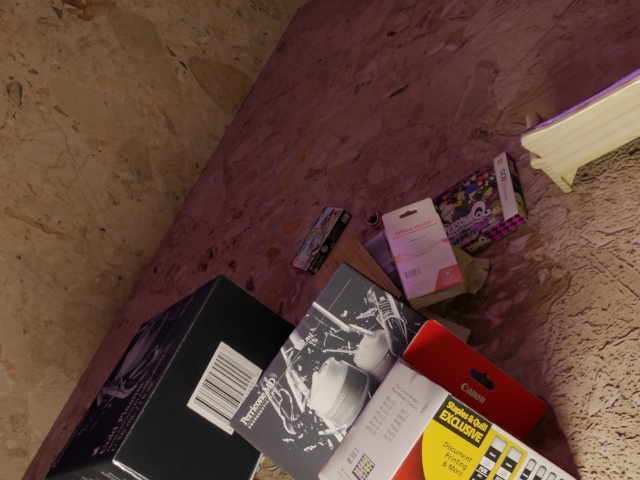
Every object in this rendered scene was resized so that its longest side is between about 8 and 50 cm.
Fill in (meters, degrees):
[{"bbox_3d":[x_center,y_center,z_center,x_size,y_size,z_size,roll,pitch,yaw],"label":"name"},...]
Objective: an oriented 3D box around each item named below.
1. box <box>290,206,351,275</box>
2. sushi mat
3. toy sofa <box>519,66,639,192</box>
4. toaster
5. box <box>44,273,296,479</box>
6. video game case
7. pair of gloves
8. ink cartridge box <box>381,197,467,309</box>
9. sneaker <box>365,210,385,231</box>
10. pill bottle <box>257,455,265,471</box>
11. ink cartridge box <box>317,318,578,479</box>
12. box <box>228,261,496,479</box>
[{"bbox_3d":[0.000,0.000,1.894,0.207,0.036,0.114,-59,27,-10],"label":"box"},{"bbox_3d":[0.073,0.102,1.397,0.151,0.019,0.316,-52,30,10],"label":"sushi mat"},{"bbox_3d":[0.544,-0.256,1.176,0.362,0.177,0.150,-31,35,39],"label":"toy sofa"},{"bbox_3d":[0.145,0.070,1.486,0.146,0.129,0.227,-38,32,20],"label":"toaster"},{"bbox_3d":[-0.335,0.401,1.542,0.471,0.297,0.480,-32,25,47],"label":"box"},{"bbox_3d":[0.334,-0.062,1.430,0.232,0.042,0.210,-35,31,33],"label":"video game case"},{"bbox_3d":[0.219,0.116,1.320,0.204,0.042,0.240,13,70,25],"label":"pair of gloves"},{"bbox_3d":[0.205,0.025,1.306,0.115,0.067,0.198,-20,61,10],"label":"ink cartridge box"},{"bbox_3d":[0.144,-0.058,1.698,0.042,0.067,0.118,-47,28,11],"label":"sneaker"},{"bbox_3d":[-0.192,0.536,1.529,0.137,0.078,0.078,-51,27,5],"label":"pill bottle"},{"bbox_3d":[0.204,0.306,0.913,0.272,0.309,0.130,-56,27,-3],"label":"ink cartridge box"},{"bbox_3d":[0.079,0.270,1.121,0.312,0.179,0.343,34,88,19],"label":"box"}]
